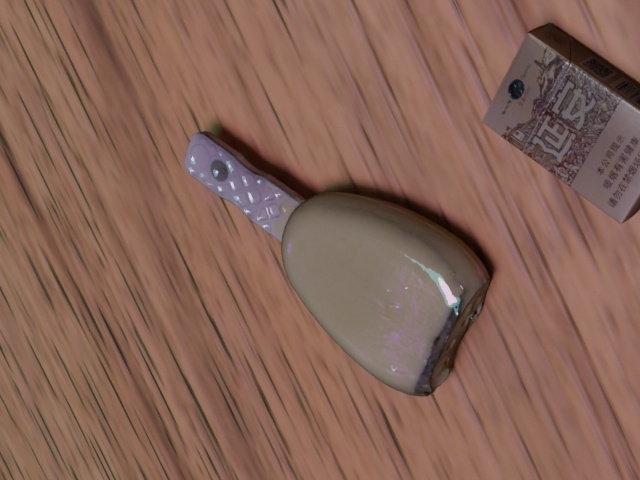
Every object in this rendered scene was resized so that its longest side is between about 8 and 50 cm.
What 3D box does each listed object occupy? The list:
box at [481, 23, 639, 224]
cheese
[{"bbox_3d":[0.120,-0.053,0.598,0.083,0.024,0.053,37,128,18],"label":"box"},{"bbox_3d":[0.000,0.000,0.707,0.192,0.037,0.097,36,127,20],"label":"cheese"}]
